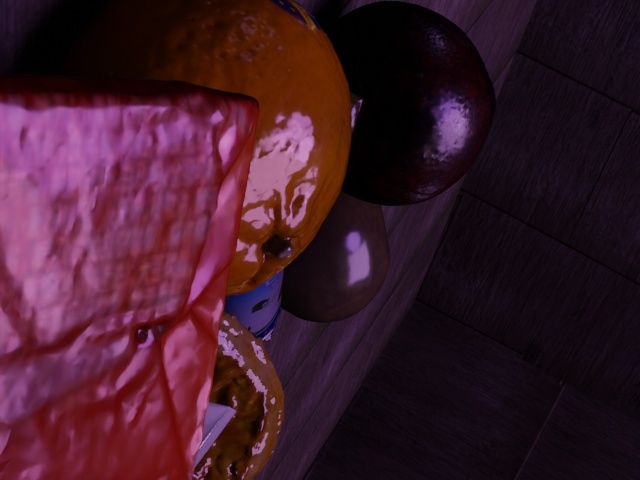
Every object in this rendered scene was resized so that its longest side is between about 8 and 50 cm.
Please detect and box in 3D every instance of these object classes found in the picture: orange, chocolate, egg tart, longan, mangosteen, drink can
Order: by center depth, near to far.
[{"bbox_3d":[-0.152,0.031,0.582,0.237,0.108,0.235,-9,113,-56],"label":"chocolate"},{"bbox_3d":[-0.077,-0.065,0.780,0.219,0.193,0.219,-46,178,-2],"label":"orange"},{"bbox_3d":[-0.148,0.157,1.061,0.241,0.106,0.241,-13,116,-28],"label":"egg tart"},{"bbox_3d":[-0.083,0.023,1.214,0.097,0.097,0.235,-57,169,-26],"label":"drink can"},{"bbox_3d":[0.066,-0.138,1.229,0.216,0.216,0.216,-59,169,-18],"label":"mangosteen"},{"bbox_3d":[0.000,0.000,1.377,0.167,0.167,0.187,-18,122,-75],"label":"longan"}]

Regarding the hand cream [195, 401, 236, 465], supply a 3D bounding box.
[{"bbox_3d":[-0.165,0.156,0.938,0.133,0.083,0.248,-53,144,-2],"label":"hand cream"}]
